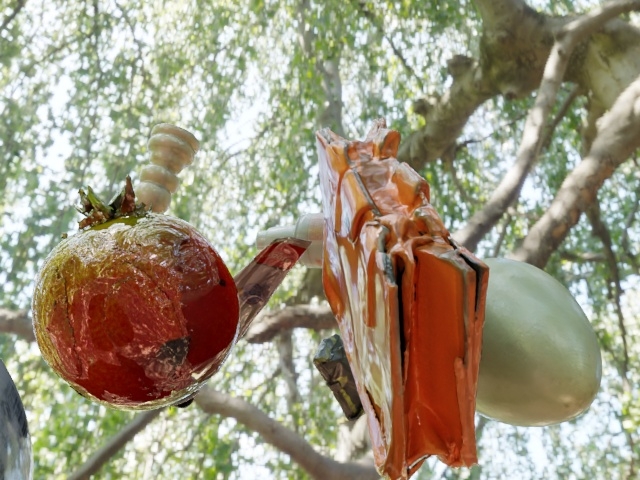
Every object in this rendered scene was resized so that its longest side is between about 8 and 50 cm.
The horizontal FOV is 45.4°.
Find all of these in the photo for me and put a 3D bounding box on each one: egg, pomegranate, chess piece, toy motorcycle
[{"bbox_3d":[0.262,0.145,1.052,0.219,0.295,0.218,-8,-66,-18],"label":"egg"},{"bbox_3d":[-0.189,0.057,0.786,0.210,0.235,0.210,-14,-6,-1],"label":"pomegranate"},{"bbox_3d":[-0.289,-0.122,1.408,0.094,0.170,0.094,11,-27,5],"label":"chess piece"},{"bbox_3d":[-0.317,0.314,1.708,0.080,0.122,0.215,-27,-5,-27],"label":"toy motorcycle"}]

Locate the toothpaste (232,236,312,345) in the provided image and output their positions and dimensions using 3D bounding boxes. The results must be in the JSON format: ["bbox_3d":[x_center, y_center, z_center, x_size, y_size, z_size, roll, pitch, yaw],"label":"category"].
[{"bbox_3d":[-0.125,0.104,1.119,0.075,0.048,0.301,26,-64,-27],"label":"toothpaste"}]

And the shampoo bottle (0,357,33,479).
[{"bbox_3d":[-0.298,0.147,0.387,0.273,0.266,0.273,-1,-81,-7],"label":"shampoo bottle"}]

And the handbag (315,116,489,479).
[{"bbox_3d":[0.078,0.053,0.907,0.116,0.410,0.303,-9,-60,-6],"label":"handbag"}]

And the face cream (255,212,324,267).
[{"bbox_3d":[0.000,0.000,1.351,0.252,0.101,0.101,0,-42,19],"label":"face cream"}]

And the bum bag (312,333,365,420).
[{"bbox_3d":[0.056,0.314,1.751,0.060,0.106,0.232,1,-50,41],"label":"bum bag"}]
